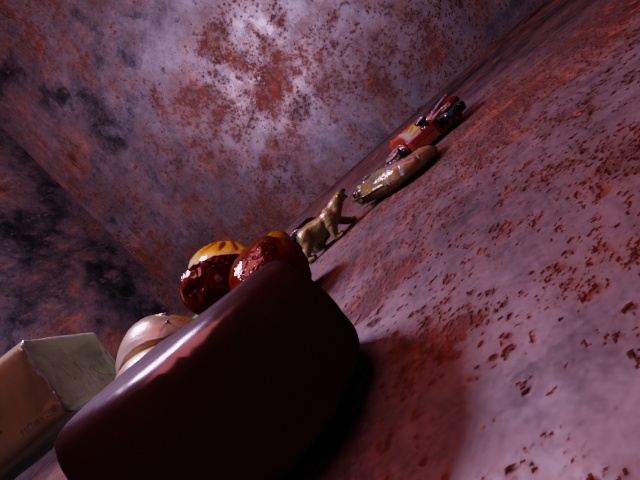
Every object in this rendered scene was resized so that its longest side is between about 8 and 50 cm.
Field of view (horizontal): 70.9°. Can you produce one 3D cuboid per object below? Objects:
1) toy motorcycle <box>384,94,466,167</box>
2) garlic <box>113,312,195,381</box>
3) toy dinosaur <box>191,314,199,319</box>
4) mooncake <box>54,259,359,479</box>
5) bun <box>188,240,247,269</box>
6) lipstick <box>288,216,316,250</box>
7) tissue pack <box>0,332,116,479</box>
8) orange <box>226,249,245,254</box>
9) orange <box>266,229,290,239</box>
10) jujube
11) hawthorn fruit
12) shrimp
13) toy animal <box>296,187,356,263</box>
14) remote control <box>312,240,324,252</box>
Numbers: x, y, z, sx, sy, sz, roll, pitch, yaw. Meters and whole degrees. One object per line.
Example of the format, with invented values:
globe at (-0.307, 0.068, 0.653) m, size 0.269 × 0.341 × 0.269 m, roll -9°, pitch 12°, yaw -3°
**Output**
toy motorcycle at (0.310, -0.328, 1.377) m, size 0.298 × 0.089 × 0.171 m, roll -39°, pitch 8°, yaw 21°
garlic at (-0.370, 0.311, 1.042) m, size 0.313 × 0.286 × 0.249 m, roll -34°, pitch -34°, yaw 20°
toy dinosaur at (-0.290, 0.239, 1.359) m, size 0.500 × 0.143 × 0.374 m, roll -29°, pitch 8°, yaw -1°
mooncake at (-0.121, 0.175, 0.521) m, size 0.326 × 0.174 × 0.334 m, roll -42°, pitch 4°, yaw -15°
bun at (-0.369, 0.089, 1.791) m, size 0.299 × 0.299 × 0.164 m, roll -30°, pitch 55°, yaw 58°
lipstick at (-0.069, 0.001, 1.521) m, size 0.081 × 0.081 × 0.299 m, roll -39°, pitch 6°, yaw 28°
tissue pack at (-0.691, 0.407, 1.006) m, size 0.405 × 0.205 × 0.332 m, roll -38°, pitch -6°, yaw -6°
orange at (-0.251, 0.122, 1.444) m, size 0.193 × 0.193 × 0.161 m, roll -37°, pitch 35°, yaw 39°
orange at (-0.161, 0.040, 1.641) m, size 0.156 × 0.124 × 0.156 m, roll -59°, pitch 8°, yaw 14°
jujube at (-0.234, 0.110, 1.086) m, size 0.155 × 0.155 × 0.230 m, roll -41°, pitch -13°, yaw 16°
hawthorn fruit at (-0.114, 0.096, 0.968) m, size 0.181 × 0.181 × 0.235 m, roll -39°, pitch 20°, yaw 28°
shrimp at (0.196, -0.177, 1.244) m, size 0.168 × 0.077 × 0.317 m, roll -36°, pitch 6°, yaw -39°
toy animal at (0.014, -0.043, 1.282) m, size 0.219 × 0.101 × 0.103 m, roll -41°, pitch 6°, yaw 12°
remote control at (-0.001, -0.001, 1.417) m, size 0.043 × 0.027 × 0.152 m, roll -45°, pitch 4°, yaw 30°
